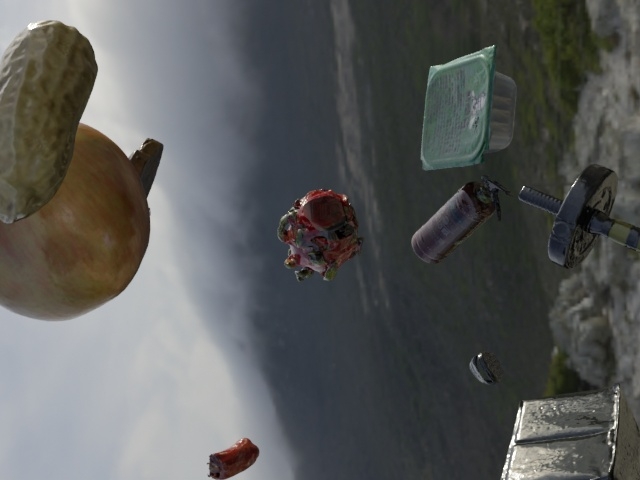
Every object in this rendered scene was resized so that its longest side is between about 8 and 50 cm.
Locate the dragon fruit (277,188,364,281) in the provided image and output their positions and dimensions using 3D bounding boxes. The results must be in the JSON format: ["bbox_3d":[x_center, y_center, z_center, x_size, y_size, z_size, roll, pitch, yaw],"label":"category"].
[{"bbox_3d":[0.000,0.000,1.724,0.172,0.160,0.166,89,-159,-49],"label":"dragon fruit"}]

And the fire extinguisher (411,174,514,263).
[{"bbox_3d":[0.351,-0.050,2.169,0.344,0.102,0.138,-48,45,51],"label":"fire extinguisher"}]

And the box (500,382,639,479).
[{"bbox_3d":[0.499,0.477,1.647,0.345,0.205,0.251,61,-147,-21],"label":"box"}]

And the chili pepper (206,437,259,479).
[{"bbox_3d":[-0.195,0.496,2.043,0.123,0.070,0.073,-20,-86,-46],"label":"chili pepper"}]

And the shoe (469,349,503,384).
[{"bbox_3d":[0.342,0.269,1.872,0.071,0.049,0.179,63,-167,12],"label":"shoe"}]

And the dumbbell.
[{"bbox_3d":[0.400,-0.002,1.141,0.143,0.326,0.143,-38,-39,-38],"label":"dumbbell"}]

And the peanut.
[{"bbox_3d":[-0.425,-0.180,1.329,0.153,0.140,0.324,-5,67,48],"label":"peanut"}]

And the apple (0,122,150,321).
[{"bbox_3d":[-0.511,-0.035,1.702,0.391,0.392,0.346,-92,-24,-64],"label":"apple"}]

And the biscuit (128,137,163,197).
[{"bbox_3d":[-0.468,-0.077,2.084,0.394,0.070,0.350,-71,7,-48],"label":"biscuit"}]

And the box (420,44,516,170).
[{"bbox_3d":[0.356,-0.297,2.121,0.337,0.106,0.264,-174,89,-70],"label":"box"}]
